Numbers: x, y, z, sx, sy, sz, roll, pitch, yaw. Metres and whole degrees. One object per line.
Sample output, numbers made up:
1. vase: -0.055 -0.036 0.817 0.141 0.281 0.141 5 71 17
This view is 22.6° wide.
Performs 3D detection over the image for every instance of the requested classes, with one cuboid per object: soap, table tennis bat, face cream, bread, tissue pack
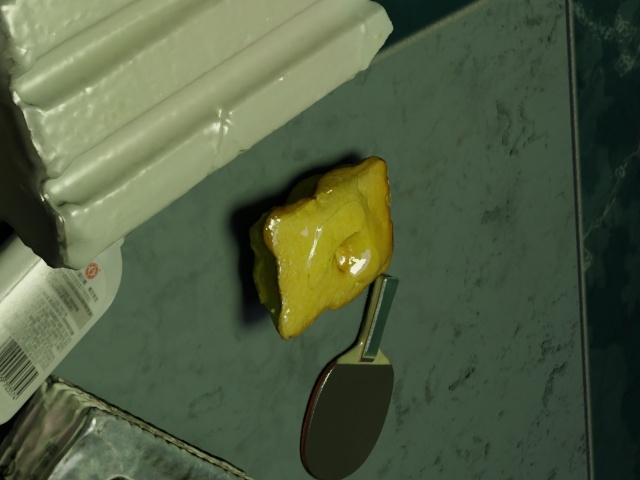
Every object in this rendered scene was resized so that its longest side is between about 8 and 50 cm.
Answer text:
1. soap: -0.172 -0.231 1.455 0.435 0.213 0.350 -40 134 -31
2. table tennis bat: 0.047 0.174 2.010 0.154 0.021 0.274 7 102 -50
3. face cream: -0.262 0.039 1.566 0.291 0.071 0.144 -51 137 -21
4. bread: 0.000 0.000 1.840 0.233 0.088 0.161 -27 128 -43
5. tissue pack: -0.219 0.317 1.689 0.361 0.122 0.259 39 78 -51
